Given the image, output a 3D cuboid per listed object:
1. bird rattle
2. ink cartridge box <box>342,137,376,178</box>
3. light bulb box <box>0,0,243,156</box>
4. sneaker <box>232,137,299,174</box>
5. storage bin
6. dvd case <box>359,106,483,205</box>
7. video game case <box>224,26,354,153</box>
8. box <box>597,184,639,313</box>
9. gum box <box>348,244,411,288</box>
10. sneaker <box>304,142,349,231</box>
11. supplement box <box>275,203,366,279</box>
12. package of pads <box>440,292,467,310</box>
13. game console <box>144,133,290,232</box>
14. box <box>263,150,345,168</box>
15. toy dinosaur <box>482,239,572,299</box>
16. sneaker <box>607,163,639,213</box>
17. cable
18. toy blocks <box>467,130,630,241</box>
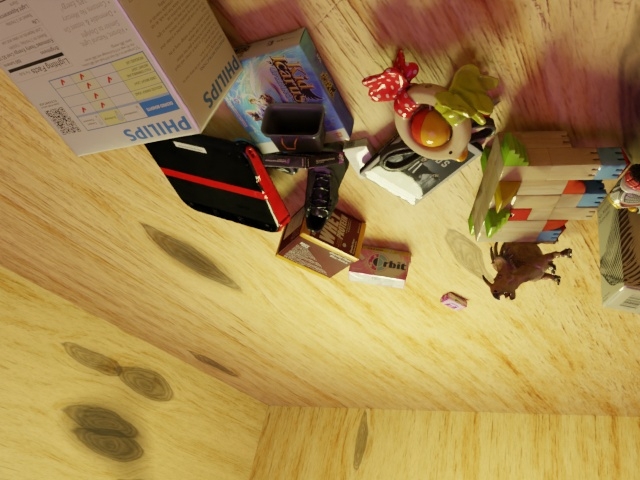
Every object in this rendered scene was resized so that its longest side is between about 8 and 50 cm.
[{"bbox_3d":[0.206,-0.247,1.024,0.254,0.143,0.206,14,138,28],"label":"bird rattle"},{"bbox_3d":[0.108,-0.203,1.309,0.063,0.029,0.115,-5,145,27],"label":"ink cartridge box"},{"bbox_3d":[-0.404,-0.384,0.988,0.358,0.225,0.361,-3,136,28],"label":"light bulb box"},{"bbox_3d":[-0.148,-0.204,1.363,0.188,0.078,0.067,18,149,-6],"label":"sneaker"},{"bbox_3d":[-0.051,-0.235,1.151,0.135,0.098,0.091,4,158,16],"label":"storage bin"},{"bbox_3d":[0.234,-0.190,1.246,0.179,0.029,0.239,27,139,-21],"label":"dvd case"},{"bbox_3d":[-0.087,-0.319,1.172,0.245,0.061,0.269,-5,144,27],"label":"video game case"},{"bbox_3d":[0.697,0.017,1.181,0.094,0.275,0.113,11,148,6],"label":"box"},{"bbox_3d":[0.190,0.082,1.658,0.189,0.107,0.062,9,149,10],"label":"gum box"},{"bbox_3d":[0.009,-0.134,1.351,0.109,0.130,0.286,9,140,6],"label":"sneaker"},{"bbox_3d":[0.000,0.000,1.583,0.191,0.129,0.194,26,148,-18],"label":"supplement box"},{"bbox_3d":[0.467,0.216,1.834,0.083,0.031,0.050,26,146,-19],"label":"package of pads"},{"bbox_3d":[-0.283,-0.170,1.427,0.387,0.060,0.342,15,148,26],"label":"game console"},{"bbox_3d":[-0.034,-0.185,1.185,0.116,0.162,0.029,8,108,32],"label":"box"},{"bbox_3d":[0.524,0.041,1.371,0.201,0.295,0.127,5,112,11],"label":"toy dinosaur"},{"bbox_3d":[0.695,-0.108,1.109,0.225,0.088,0.092,1,142,-28],"label":"sneaker"},{"bbox_3d":[0.259,-0.233,1.139,0.140,0.072,0.287,24,143,-30],"label":"cable"},{"bbox_3d":[0.504,-0.112,1.181,0.261,0.190,0.381,0,148,3],"label":"toy blocks"}]
